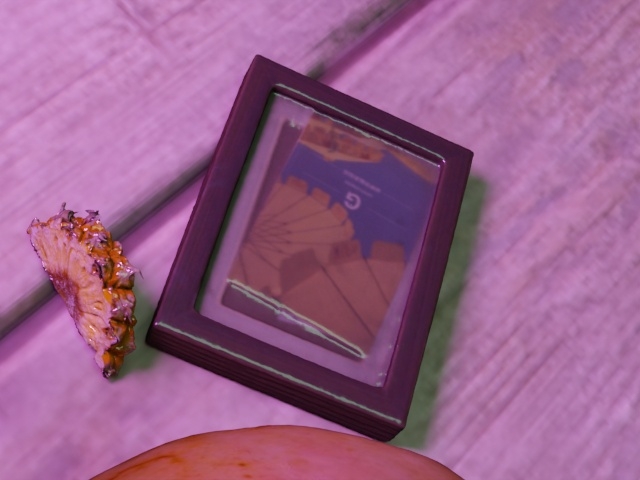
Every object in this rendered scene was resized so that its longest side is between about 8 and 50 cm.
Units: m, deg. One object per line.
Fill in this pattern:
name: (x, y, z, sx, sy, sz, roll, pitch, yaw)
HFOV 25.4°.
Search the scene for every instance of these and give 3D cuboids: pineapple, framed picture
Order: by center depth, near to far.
pineapple: (-0.102, 0.016, 0.639, 0.019, 0.045, 0.083, -14, 65, -41)
framed picture: (0.000, 0.000, 0.701, 0.128, 0.023, 0.168, 24, 57, -10)

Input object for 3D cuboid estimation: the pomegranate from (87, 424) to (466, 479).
pomegranate: (-0.035, 0.173, 0.466, 0.270, 0.229, 0.252, 34, 35, 6)
